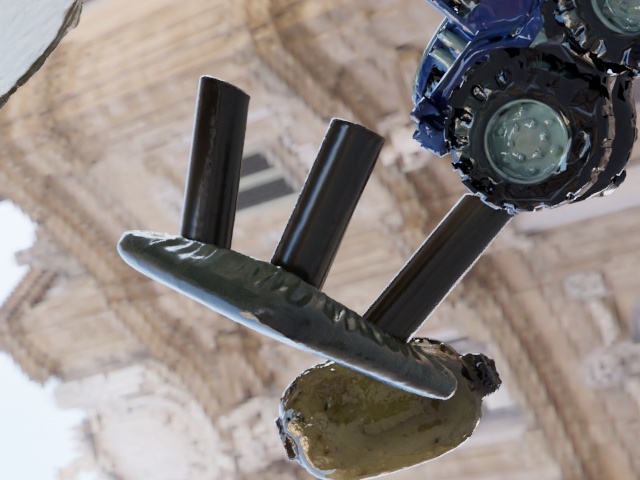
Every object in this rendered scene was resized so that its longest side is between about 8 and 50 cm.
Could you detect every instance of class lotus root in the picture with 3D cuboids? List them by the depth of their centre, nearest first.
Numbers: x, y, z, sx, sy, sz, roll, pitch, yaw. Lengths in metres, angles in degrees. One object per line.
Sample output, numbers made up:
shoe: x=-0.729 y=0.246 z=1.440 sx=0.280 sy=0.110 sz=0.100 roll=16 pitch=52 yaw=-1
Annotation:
lotus root: x=0.086 y=0.204 z=2.081 sx=0.146 sy=0.284 sz=0.160 roll=92 pitch=159 yaw=-81

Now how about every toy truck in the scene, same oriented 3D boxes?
toy truck: x=0.123 y=-0.116 z=0.742 sx=0.126 sy=0.208 sz=0.113 roll=43 pitch=-165 yaw=11

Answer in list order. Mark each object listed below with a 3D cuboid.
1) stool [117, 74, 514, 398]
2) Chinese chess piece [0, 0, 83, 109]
stool: x=0.000 y=0.000 z=1.745 sx=0.310 sy=0.310 sz=0.226 roll=25 pitch=-91 yaw=-45
Chinese chess piece: x=-0.382 y=-0.208 z=1.635 sx=0.140 sy=0.338 sz=0.338 roll=45 pitch=-138 yaw=8
